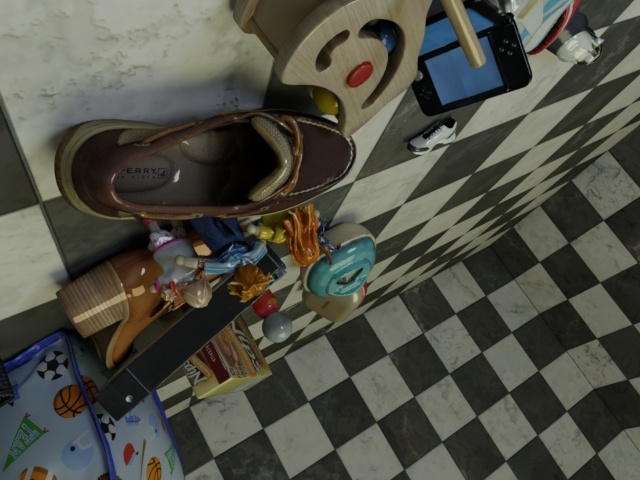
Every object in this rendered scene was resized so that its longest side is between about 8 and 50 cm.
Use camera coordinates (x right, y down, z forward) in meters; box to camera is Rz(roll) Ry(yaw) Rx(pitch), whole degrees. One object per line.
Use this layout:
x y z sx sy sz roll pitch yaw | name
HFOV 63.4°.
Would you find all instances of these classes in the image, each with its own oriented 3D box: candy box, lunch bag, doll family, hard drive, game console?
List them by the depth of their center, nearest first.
0.148 -0.202 0.596 0.144 0.124 0.085 -9 -151 41 | game console
-0.095 -0.008 0.668 0.263 0.163 0.118 -23 162 -28 | doll family
-0.204 0.137 0.887 0.339 0.064 0.237 -40 -176 -2 | hard drive
-0.399 0.390 0.907 0.239 0.385 0.328 -31 165 -4 | lunch bag
-0.222 0.246 1.168 0.088 0.182 0.316 -31 164 2 | candy box

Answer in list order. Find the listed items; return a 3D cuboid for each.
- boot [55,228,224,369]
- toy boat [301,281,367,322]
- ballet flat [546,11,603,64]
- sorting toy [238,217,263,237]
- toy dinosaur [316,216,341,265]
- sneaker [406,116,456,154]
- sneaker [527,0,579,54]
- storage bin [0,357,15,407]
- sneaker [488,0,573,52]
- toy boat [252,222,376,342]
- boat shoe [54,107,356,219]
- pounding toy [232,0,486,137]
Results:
-0.258 0.084 0.799 0.220 0.109 0.283 -29 157 -22 | boot
0.052 0.117 1.432 0.151 0.151 0.231 -58 180 -31 | toy boat
0.420 -0.323 0.849 0.203 0.074 0.074 -11 154 -50 | ballet flat
-0.128 -0.016 0.863 0.083 0.012 0.062 -27 163 -15 | sorting toy
0.000 0.000 1.028 0.047 0.082 0.090 -111 -139 -79 | toy dinosaur
0.197 -0.187 0.918 0.109 0.040 0.043 -29 148 -23 | sneaker
0.326 -0.328 0.631 0.128 0.087 0.221 -27 165 -11 | sneaker
-0.534 0.222 0.701 0.180 0.084 0.122 -33 164 4 | storage bin
0.230 -0.283 0.588 0.092 0.087 0.228 -25 161 -10 | sneaker
-0.005 0.100 1.175 0.319 0.148 0.267 -29 159 -5 | toy boat
-0.070 -0.075 0.525 0.342 0.123 0.123 -9 -164 -43 | boat shoe
0.034 -0.162 0.455 0.154 0.154 0.269 -34 165 -6 | pounding toy
